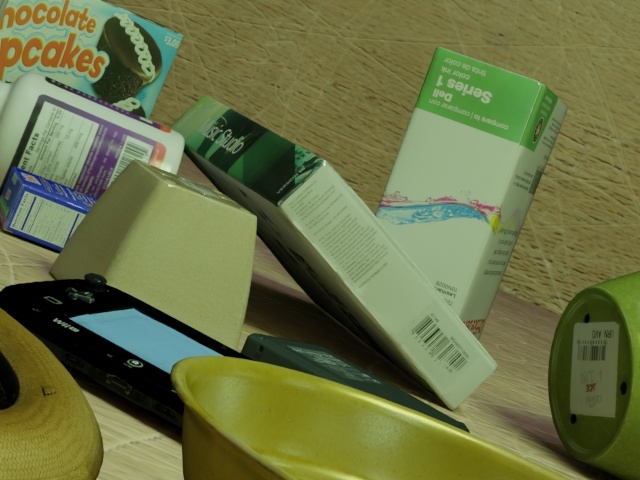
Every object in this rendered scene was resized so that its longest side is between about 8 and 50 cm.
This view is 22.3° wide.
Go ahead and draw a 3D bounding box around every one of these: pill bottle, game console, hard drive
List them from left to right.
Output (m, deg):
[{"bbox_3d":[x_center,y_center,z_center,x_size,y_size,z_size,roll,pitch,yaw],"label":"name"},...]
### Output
[{"bbox_3d":[-0.222,-0.076,1.373,0.193,0.108,0.108,23,5,-11],"label":"pill bottle"},{"bbox_3d":[-0.017,0.098,0.815,0.361,0.044,0.213,25,5,25],"label":"game console"},{"bbox_3d":[0.024,0.102,1.084,0.135,0.022,0.094,26,5,33],"label":"hard drive"}]

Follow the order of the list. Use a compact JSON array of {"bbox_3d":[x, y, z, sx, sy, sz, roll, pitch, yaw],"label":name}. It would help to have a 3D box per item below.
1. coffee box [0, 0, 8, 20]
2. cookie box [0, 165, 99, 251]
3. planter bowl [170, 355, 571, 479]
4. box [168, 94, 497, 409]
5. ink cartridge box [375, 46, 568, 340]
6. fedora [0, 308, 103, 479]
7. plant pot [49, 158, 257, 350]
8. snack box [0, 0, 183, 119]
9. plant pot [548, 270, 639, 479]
[{"bbox_3d":[-0.394,-0.253,1.105,0.334,0.338,0.337,23,4,1],"label":"coffee box"},{"bbox_3d":[-0.190,-0.015,1.244,0.107,0.040,0.092,22,5,-18],"label":"cookie box"},{"bbox_3d":[0.037,0.121,0.516,0.217,0.090,0.217,23,5,-2],"label":"planter bowl"},{"bbox_3d":[0.000,0.000,1.365,0.232,0.058,0.322,50,-8,-24],"label":"box"},{"bbox_3d":[0.137,-0.034,1.625,0.117,0.278,0.201,21,4,14],"label":"ink cartridge box"},{"bbox_3d":[-0.161,0.045,0.482,0.194,0.079,0.194,28,8,-4],"label":"fedora"},{"bbox_3d":[-0.103,0.007,1.086,0.109,0.096,0.109,20,6,-26],"label":"plant pot"},{"bbox_3d":[-0.282,-0.157,1.505,0.060,0.187,0.322,27,6,37],"label":"snack box"},{"bbox_3d":[0.341,0.114,1.295,0.293,0.275,0.275,5,10,-19],"label":"plant pot"}]
